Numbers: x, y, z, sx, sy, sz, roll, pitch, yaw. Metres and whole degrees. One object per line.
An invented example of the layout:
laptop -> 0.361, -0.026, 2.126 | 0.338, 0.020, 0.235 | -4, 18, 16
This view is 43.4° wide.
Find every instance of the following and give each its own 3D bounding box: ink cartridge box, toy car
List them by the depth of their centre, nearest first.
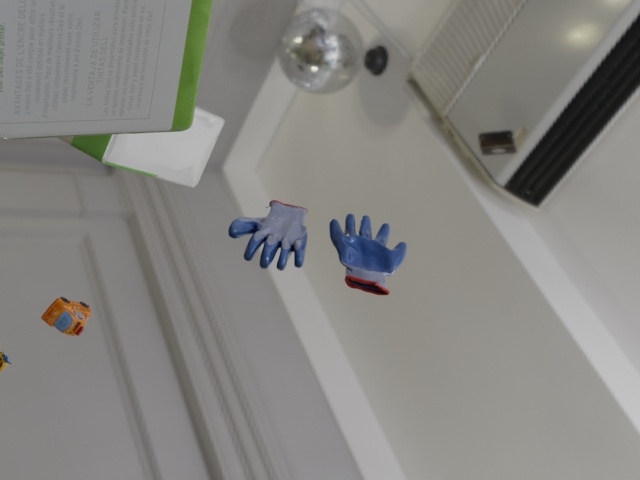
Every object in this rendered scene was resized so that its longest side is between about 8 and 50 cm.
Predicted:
ink cartridge box -> -0.188, -0.158, 0.436 | 0.097, 0.255, 0.188 | 44, -50, 41
toy car -> -0.316, 0.116, 0.923 | 0.040, 0.122, 0.060 | 45, -9, 29
ink cartridge box -> -0.307, -0.189, 1.127 | 0.273, 0.198, 0.114 | 28, -82, 27

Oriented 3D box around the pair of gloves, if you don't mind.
pair of gloves -> 0.000, 0.000, 0.889 | 0.159, 0.198, 0.023 | -78, -177, -64
